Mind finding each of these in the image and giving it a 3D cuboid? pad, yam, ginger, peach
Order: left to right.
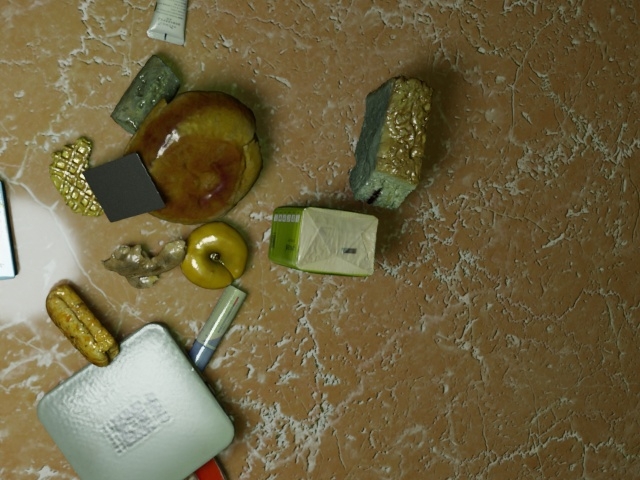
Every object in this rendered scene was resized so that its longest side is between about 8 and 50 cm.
[{"bbox_3d":[-0.458,-0.119,1.634,0.003,0.211,0.143,-46,118,-46],"label":"pad"},{"bbox_3d":[-0.428,0.046,1.727,0.214,0.059,0.133,-31,117,24],"label":"ginger"},{"bbox_3d":[-0.420,-0.351,1.726,0.107,0.107,0.194,33,82,-17],"label":"yam"},{"bbox_3d":[-0.270,0.042,1.796,0.179,0.103,0.179,-5,104,-21],"label":"peach"}]

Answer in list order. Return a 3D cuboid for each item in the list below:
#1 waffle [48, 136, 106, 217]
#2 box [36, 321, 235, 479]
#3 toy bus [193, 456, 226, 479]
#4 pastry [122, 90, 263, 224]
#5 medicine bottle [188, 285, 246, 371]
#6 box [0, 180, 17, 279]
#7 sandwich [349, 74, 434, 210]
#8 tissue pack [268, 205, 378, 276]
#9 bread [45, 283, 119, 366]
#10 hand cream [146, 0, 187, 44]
[{"bbox_3d":[-0.565,-0.148,1.714,0.148,0.051,0.194,-29,102,-12],"label":"waffle"},{"bbox_3d":[-0.443,0.437,1.730,0.373,0.090,0.367,-35,90,-10],"label":"box"},{"bbox_3d":[-0.302,0.576,1.826,0.079,0.077,0.174,-27,101,-15],"label":"toy bus"},{"bbox_3d":[-0.302,-0.196,1.703,0.355,0.164,0.356,-20,135,-22],"label":"pastry"},{"bbox_3d":[-0.272,0.226,1.828,0.059,0.059,0.231,31,83,-17],"label":"medicine bottle"},{"bbox_3d":[-0.794,-0.018,1.629,0.142,0.083,0.233,-8,94,-19],"label":"box"},{"bbox_3d":[0.176,-0.246,1.848,0.131,0.262,0.326,11,89,-13],"label":"sandwich"},{"bbox_3d":[0.000,0.000,1.794,0.200,0.274,0.168,6,92,-19],"label":"tissue pack"},{"bbox_3d":[-0.564,0.204,1.667,0.211,0.114,0.083,42,62,15],"label":"bread"},{"bbox_3d":[-0.362,-0.634,1.759,0.095,0.059,0.276,11,94,-20],"label":"hand cream"}]
